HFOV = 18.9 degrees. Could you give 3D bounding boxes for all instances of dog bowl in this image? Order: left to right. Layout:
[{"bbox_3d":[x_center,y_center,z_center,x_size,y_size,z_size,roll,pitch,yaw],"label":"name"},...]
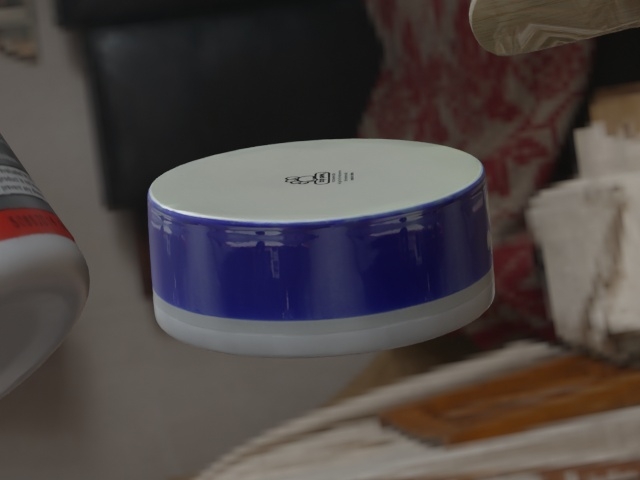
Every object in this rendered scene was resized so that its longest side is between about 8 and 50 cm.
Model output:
[{"bbox_3d":[0.000,0.000,1.481,0.265,0.265,0.104,-138,42,-69],"label":"dog bowl"}]

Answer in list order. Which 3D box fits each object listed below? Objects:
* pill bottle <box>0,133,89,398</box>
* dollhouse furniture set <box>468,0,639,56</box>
[{"bbox_3d":[-0.314,-0.061,1.143,0.363,0.210,0.210,54,158,15],"label":"pill bottle"},{"bbox_3d":[0.082,-0.385,1.554,0.362,0.256,0.394,-102,-1,-56],"label":"dollhouse furniture set"}]
